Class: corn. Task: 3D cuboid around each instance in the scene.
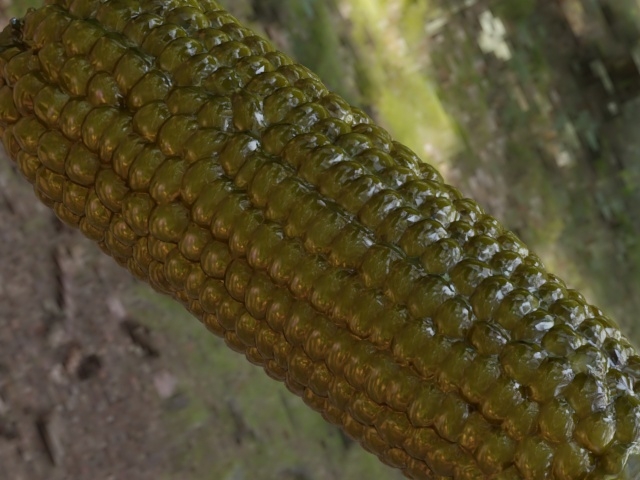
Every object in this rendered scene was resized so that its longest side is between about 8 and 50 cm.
[{"bbox_3d":[-0.003,0.001,0.541,0.260,0.091,0.091,36,29,20],"label":"corn"}]
